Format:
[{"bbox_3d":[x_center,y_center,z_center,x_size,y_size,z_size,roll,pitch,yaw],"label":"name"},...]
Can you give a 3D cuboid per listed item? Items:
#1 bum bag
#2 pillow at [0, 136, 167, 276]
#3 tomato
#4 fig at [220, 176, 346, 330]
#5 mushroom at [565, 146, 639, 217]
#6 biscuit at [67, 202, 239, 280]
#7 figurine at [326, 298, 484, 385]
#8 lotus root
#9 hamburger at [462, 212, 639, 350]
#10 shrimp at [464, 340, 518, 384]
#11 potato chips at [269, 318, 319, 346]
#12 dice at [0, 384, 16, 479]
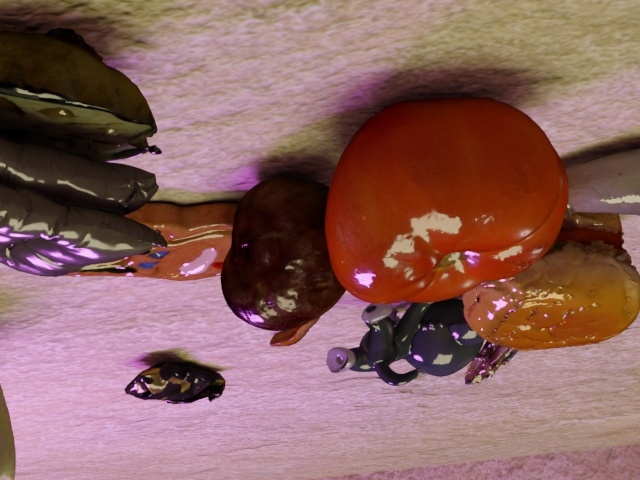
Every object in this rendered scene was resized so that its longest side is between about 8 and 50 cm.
[{"bbox_3d":[-0.244,0.236,2.313,0.107,0.060,0.232,-23,161,16],"label":"bum bag"},{"bbox_3d":[-0.318,-0.047,1.191,0.326,0.101,0.228,14,168,-29],"label":"pillow"},{"bbox_3d":[0.118,-0.042,1.405,0.260,0.180,0.260,-10,159,-4],"label":"tomato"},{"bbox_3d":[-0.002,-0.001,1.581,0.146,0.170,0.274,23,-155,30],"label":"fig"},{"bbox_3d":[0.394,-0.067,1.618,0.270,0.103,0.118,4,155,-6],"label":"mushroom"},{"bbox_3d":[-0.163,0.007,1.659,0.334,0.047,0.202,2,160,-31],"label":"biscuit"},{"bbox_3d":[0.144,0.145,2.090,0.265,0.140,0.193,-23,157,-41],"label":"figurine"},{"bbox_3d":[-0.227,-0.126,1.171,0.204,0.077,0.183,18,163,-40],"label":"lotus root"},{"bbox_3d":[0.285,0.048,1.799,0.245,0.163,0.244,-6,164,-2],"label":"hamburger"},{"bbox_3d":[0.281,0.148,2.127,0.143,0.052,0.251,-42,164,-54],"label":"shrimp"},{"bbox_3d":[-0.029,0.128,2.135,0.037,0.026,0.204,12,158,-17],"label":"potato chips"},{"bbox_3d":[-0.577,0.280,1.925,0.252,0.254,0.250,-13,167,-34],"label":"dice"}]
